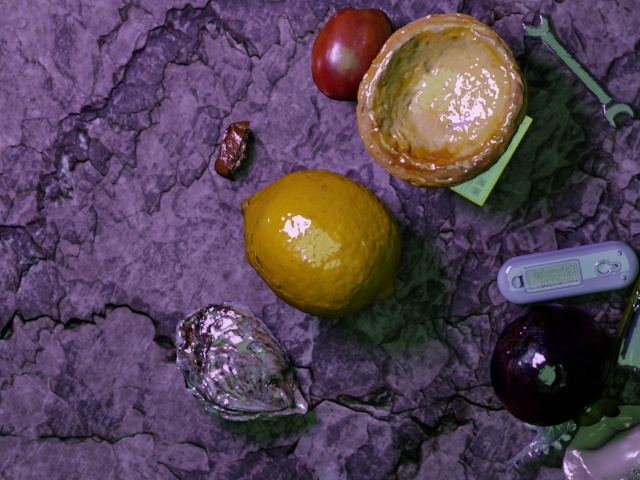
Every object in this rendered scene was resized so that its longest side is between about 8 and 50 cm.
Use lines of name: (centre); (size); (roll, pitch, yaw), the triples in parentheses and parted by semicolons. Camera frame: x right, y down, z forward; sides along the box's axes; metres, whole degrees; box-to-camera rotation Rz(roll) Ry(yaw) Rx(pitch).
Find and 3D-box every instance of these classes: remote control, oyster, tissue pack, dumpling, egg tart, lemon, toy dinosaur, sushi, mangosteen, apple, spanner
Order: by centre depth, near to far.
egg tart: (0.204, -0.227, 1.790); (0.294, 0.123, 0.294); (0, 91, 12)
mangosteen: (0.398, 0.213, 1.806); (0.216, 0.216, 0.216); (1, 95, 12)
tissue pack: (0.607, 0.133, 1.817); (0.173, 0.073, 0.235); (20, 99, 10)
dumpling: (0.538, 0.361, 1.836); (0.247, 0.142, 0.172); (-8, 58, 10)
spanner: (0.443, -0.294, 1.850); (0.054, 0.015, 0.254); (-43, 85, 12)
lemon: (0.000, 0.000, 1.852); (0.310, 0.253, 0.253); (32, 100, 9)
apple: (0.062, -0.324, 1.859); (0.156, 0.147, 0.158); (-1, 107, -13)
remote control: (0.429, 0.056, 1.864); (0.244, 0.047, 0.087); (-11, 89, 12)
tissue pack: (0.286, -0.158, 1.871); (0.095, 0.062, 0.176); (30, 99, 7)
toy dinosaur: (0.399, 0.336, 1.896); (0.082, 0.039, 0.209); (41, 102, 5)
sushi: (-0.158, -0.168, 1.973); (0.055, 0.052, 0.120); (21, 99, 10)
oyster: (-0.155, 0.238, 1.987); (0.198, 0.112, 0.267); (-27, 80, -8)
